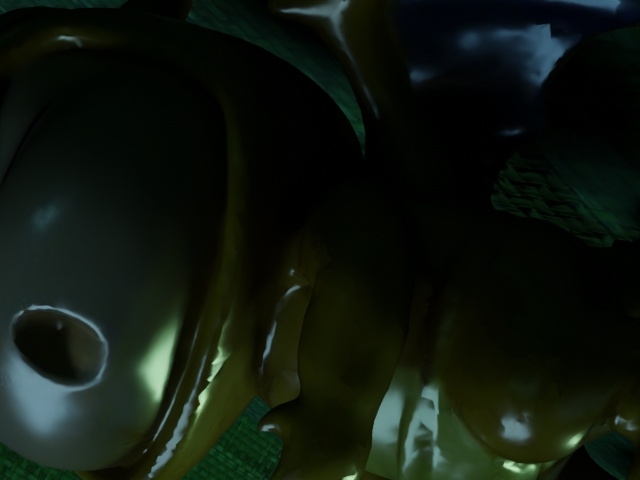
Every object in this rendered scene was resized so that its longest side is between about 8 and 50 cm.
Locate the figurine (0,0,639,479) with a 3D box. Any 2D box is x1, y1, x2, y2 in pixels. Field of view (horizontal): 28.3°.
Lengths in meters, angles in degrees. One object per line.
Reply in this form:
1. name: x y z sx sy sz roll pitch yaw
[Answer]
1. figurine: 0.002 0.022 0.607 0.387 0.268 0.401 24 169 20
